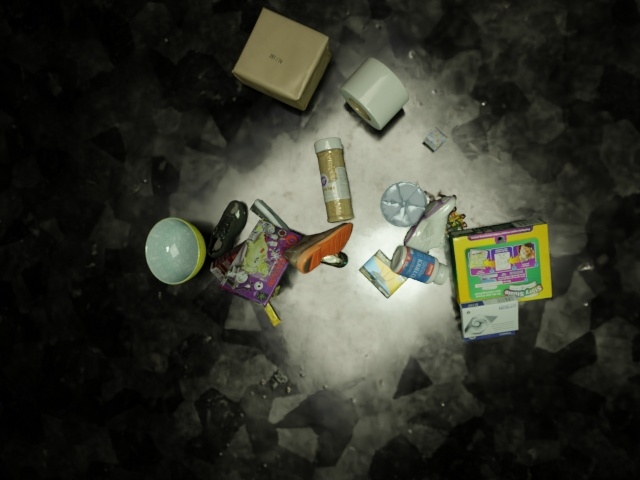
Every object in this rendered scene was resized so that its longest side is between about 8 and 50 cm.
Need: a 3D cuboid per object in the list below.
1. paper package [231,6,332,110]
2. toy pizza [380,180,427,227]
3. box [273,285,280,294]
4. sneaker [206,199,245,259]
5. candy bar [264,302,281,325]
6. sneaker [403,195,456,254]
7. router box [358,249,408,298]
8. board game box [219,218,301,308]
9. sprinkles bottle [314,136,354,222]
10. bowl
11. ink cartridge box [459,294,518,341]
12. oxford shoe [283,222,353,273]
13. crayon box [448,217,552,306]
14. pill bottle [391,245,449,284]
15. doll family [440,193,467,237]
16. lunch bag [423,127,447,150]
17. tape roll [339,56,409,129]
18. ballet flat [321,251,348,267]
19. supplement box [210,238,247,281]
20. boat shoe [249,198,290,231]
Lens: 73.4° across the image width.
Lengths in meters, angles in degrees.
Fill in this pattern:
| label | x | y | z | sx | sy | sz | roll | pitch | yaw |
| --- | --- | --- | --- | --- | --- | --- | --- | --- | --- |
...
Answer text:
| label | x | y | z | sx | sy | sz | roll | pitch | yaw |
| --- | --- | --- | --- | --- | --- | --- | --- | --- | --- |
| paper package | -0.158 | -0.775 | 1.854 | 0.325 | 0.168 | 0.309 | 27 | 95 | 7 |
| toy pizza | 0.361 | -0.156 | 1.865 | 0.201 | 0.032 | 0.201 | 0 | 92 | 8 |
| box | -0.246 | 0.220 | 1.850 | 0.087 | 0.232 | 0.058 | 19 | 94 | 6 |
| sneaker | -0.423 | -0.045 | 1.921 | 0.109 | 0.130 | 0.286 | 21 | 92 | 9 |
| candy bar | -0.236 | 0.313 | 1.959 | 0.040 | 0.018 | 0.161 | -31 | 87 | 3 |
| sneaker | 0.480 | -0.059 | 1.779 | 0.152 | 0.114 | 0.305 | 31 | 130 | -2 |
| router box | 0.275 | 0.146 | 1.874 | 0.179 | 0.046 | 0.133 | 44 | 95 | 4 |
| board game box | -0.241 | 0.087 | 1.775 | 0.208 | 0.056 | 0.347 | 24 | 60 | 5 |
| sprinkles bottle | 0.059 | -0.259 | 1.858 | 0.121 | 0.121 | 0.355 | -10 | 90 | 8 |
| bowl | -0.616 | 0.044 | 1.924 | 0.289 | 0.156 | 0.289 | 0 | 91 | 21 |
| ink cartridge box | 0.696 | 0.337 | 1.769 | 0.223 | 0.045 | 0.224 | -11 | 121 | 8 |
| oxford shoe | 0.000 | 0.000 | 1.798 | 0.132 | 0.363 | 0.130 | 30 | 131 | 30 |
| crayon box | 0.731 | 0.098 | 1.755 | 0.363 | 0.106 | 0.313 | -9 | 105 | 8 |
| pill bottle | 0.420 | 0.111 | 1.804 | 0.221 | 0.124 | 0.124 | 19 | 93 | -9 |
| doll family | 0.554 | -0.111 | 1.818 | 0.111 | 0.076 | 0.193 | -32 | 90 | 23 |
| lunch bag | 0.493 | -0.435 | 1.832 | 0.071 | 0.053 | 0.083 | 43 | 70 | 5 |
| tape roll | 0.220 | -0.601 | 1.769 | 0.246 | 0.246 | 0.169 | 45 | 95 | 5 |
| ballet flat | -0.015 | 0.053 | 1.886 | 0.280 | 0.096 | 0.095 | 13 | 93 | 7 |
| supplement box | -0.356 | 0.097 | 1.919 | 0.239 | 0.073 | 0.130 | -34 | 116 | 7 |
| boat shoe | -0.230 | -0.084 | 1.923 | 0.228 | 0.080 | 0.076 | 45 | 105 | 5 |
